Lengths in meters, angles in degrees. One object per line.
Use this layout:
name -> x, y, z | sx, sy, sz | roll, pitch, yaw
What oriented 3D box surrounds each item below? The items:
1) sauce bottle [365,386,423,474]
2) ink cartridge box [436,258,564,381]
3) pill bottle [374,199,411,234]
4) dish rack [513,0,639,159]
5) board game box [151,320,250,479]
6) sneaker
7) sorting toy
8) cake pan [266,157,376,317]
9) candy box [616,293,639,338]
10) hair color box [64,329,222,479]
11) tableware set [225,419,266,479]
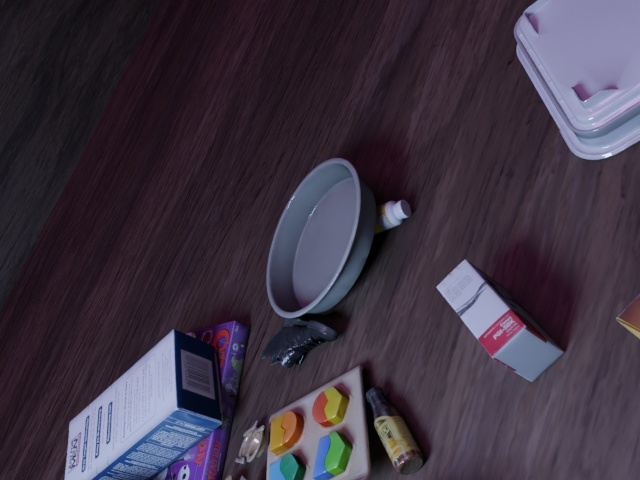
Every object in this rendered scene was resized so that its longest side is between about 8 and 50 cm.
sauce bottle -> 0.097, 0.256, 0.847 | 0.042, 0.042, 0.128 | -49, 36, 13
ink cartridge box -> 0.219, 0.097, 0.769 | 0.056, 0.099, 0.135 | -48, 38, 13
pill bottle -> 0.110, -0.040, 1.041 | 0.083, 0.043, 0.043 | -23, 49, 37
dish rack -> 0.416, -0.298, 0.852 | 0.285, 0.072, 0.332 | -36, 41, 28
board game box -> -0.244, 0.336, 1.181 | 0.208, 0.056, 0.346 | -17, 53, 37
sneaker -> -0.036, 0.179, 1.051 | 0.170, 0.051, 0.089 | 2, 66, 55
sorting toy -> -0.013, 0.293, 0.904 | 0.193, 0.038, 0.208 | -35, 28, 25
cake pan -> 0.000, 0.000, 1.086 | 0.293, 0.054, 0.293 | -41, 38, 42
candy box -> 0.400, 0.099, 0.600 | 0.109, 0.053, 0.186 | -51, 36, 11
hair color box -> -0.336, 0.340, 1.156 | 0.347, 0.105, 0.174 | -40, 39, 22
tableware set -> -0.127, 0.367, 0.991 | 0.141, 0.020, 0.168 | -41, 25, 60
